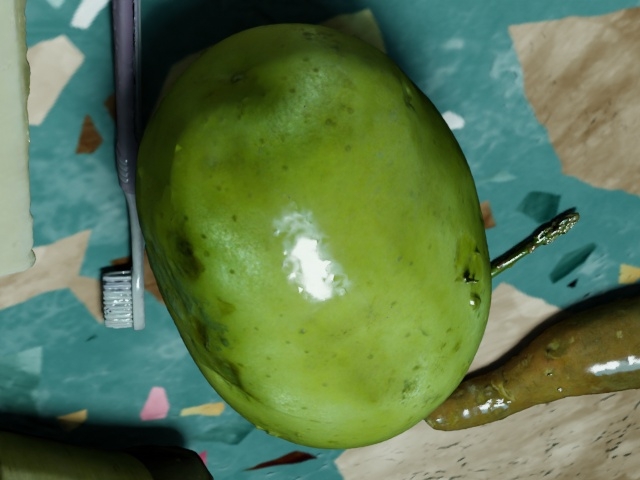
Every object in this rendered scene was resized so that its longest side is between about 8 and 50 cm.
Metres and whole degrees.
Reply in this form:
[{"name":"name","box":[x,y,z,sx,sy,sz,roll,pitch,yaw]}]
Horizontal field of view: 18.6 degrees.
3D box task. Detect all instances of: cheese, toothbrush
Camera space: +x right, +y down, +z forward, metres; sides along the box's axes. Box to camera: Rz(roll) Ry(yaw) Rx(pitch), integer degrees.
[{"name":"cheese","box":[-0.209,-0.117,1.129,0.085,0.034,0.400,-14,139,-19]},{"name":"toothbrush","box":[-0.126,-0.061,1.235,0.029,0.024,0.354,-5,138,-9]}]

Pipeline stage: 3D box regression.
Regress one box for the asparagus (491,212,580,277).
[{"name":"asparagus","box":[0.124,0.027,1.459,0.166,0.013,0.016,-37,97,13]}]

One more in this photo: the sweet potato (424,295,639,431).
[{"name":"sweet potato","box":[0.249,0.091,1.542,0.346,0.079,0.108,-11,151,-10]}]

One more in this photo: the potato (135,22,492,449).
[{"name":"potato","box":[-0.003,0.000,1.225,0.216,0.216,0.304,-28,130,5]}]

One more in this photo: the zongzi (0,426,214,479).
[{"name":"zongzi","box":[-0.254,0.262,1.436,0.289,0.154,0.317,14,133,-27]}]
